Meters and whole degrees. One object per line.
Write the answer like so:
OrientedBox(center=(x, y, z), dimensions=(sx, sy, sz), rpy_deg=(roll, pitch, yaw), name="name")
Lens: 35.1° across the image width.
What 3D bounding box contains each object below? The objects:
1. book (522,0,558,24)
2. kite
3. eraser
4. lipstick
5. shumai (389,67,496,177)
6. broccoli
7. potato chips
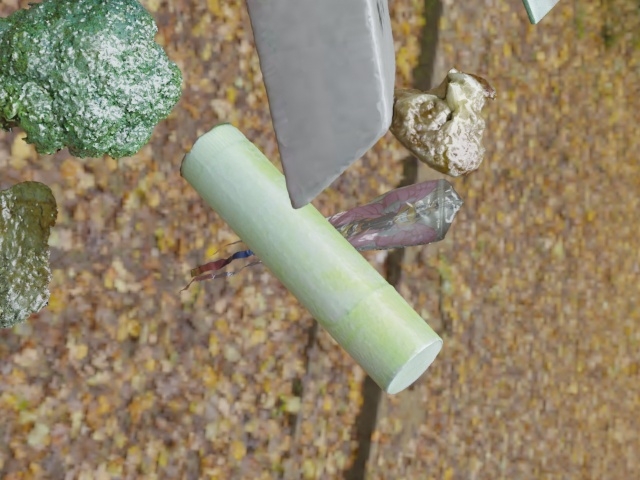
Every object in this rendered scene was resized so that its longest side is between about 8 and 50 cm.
OrientedBox(center=(0.358, -0.444, 1.681), dimensions=(0.103, 0.017, 0.135), rpy_deg=(-45, 122, -28), name="book")
OrientedBox(center=(-0.001, -0.003, 1.237), dimensions=(0.204, 0.360, 0.022), rpy_deg=(-75, 147, -67), name="kite")
OrientedBox(center=(-0.008, -0.195, 0.593), dimensions=(0.111, 0.077, 0.352), rpy_deg=(-84, 166, -57), name="eraser")
OrientedBox(center=(-0.016, 0.010, 0.936), dimensions=(0.076, 0.304, 0.076), rpy_deg=(-37, 158, -18), name="lipstick")
OrientedBox(center=(0.211, -0.216, 1.698), dimensions=(0.161, 0.153, 0.209), rpy_deg=(12, 37, -47), name="shumai")
OrientedBox(center=(-0.328, -0.214, 1.358), dimensions=(0.270, 0.270, 0.270), rpy_deg=(9, 66, -21), name="broccoli")
OrientedBox(center=(-0.383, 0.029, 1.241), dimensions=(0.209, 0.142, 0.026), rpy_deg=(-46, 179, 1), name="potato chips")
